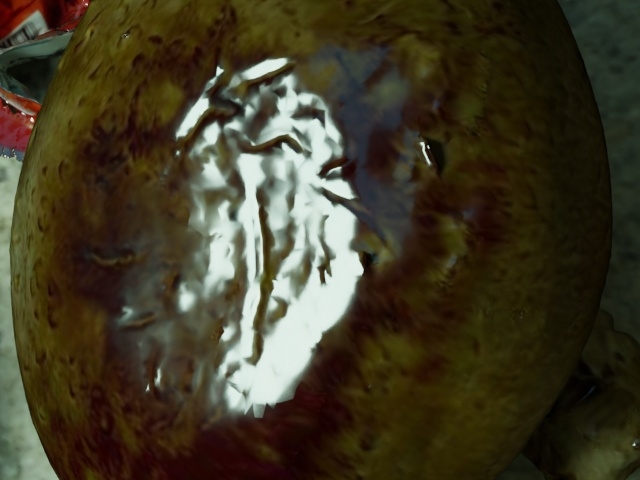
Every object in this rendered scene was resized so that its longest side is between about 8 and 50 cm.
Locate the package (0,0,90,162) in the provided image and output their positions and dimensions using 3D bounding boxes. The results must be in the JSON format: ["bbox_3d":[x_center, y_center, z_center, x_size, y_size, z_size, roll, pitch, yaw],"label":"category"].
[{"bbox_3d":[-0.245,-0.154,1.181,0.269,0.071,0.194,29,65,4],"label":"package"}]

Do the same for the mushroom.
[{"bbox_3d":[-0.016,-0.003,0.935,0.345,0.239,0.345,-6,73,18],"label":"mushroom"}]
